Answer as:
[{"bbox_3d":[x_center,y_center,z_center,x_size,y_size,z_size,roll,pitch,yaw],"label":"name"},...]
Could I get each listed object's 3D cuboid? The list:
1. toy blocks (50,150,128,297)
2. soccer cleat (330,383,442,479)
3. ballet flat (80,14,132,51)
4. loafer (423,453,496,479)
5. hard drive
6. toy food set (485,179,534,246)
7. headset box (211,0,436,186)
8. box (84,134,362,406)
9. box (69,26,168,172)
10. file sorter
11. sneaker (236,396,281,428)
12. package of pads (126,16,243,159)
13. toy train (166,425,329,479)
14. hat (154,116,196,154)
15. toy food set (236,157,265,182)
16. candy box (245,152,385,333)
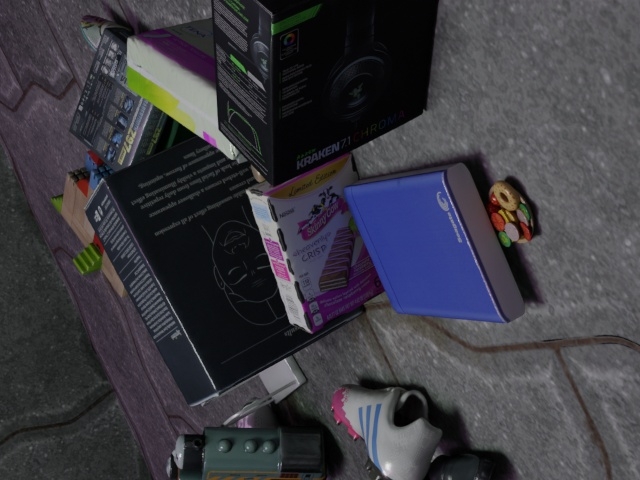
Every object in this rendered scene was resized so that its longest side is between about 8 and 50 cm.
[{"bbox_3d":[-0.469,-0.066,2.648,0.381,0.190,0.261,49,141,26],"label":"toy blocks"},{"bbox_3d":[0.117,0.293,1.916,0.116,0.143,0.331,29,-173,-21],"label":"soccer cleat"},{"bbox_3d":[-0.384,-0.365,2.269,0.222,0.077,0.079,56,137,3],"label":"ballet flat"},{"bbox_3d":[0.207,0.371,1.810,0.078,0.076,0.223,25,158,-6],"label":"loafer"},{"bbox_3d":[0.146,0.007,1.591,0.210,0.040,0.318,66,160,-8],"label":"hard drive"},{"bbox_3d":[0.233,-0.032,1.427,0.083,0.020,0.083,59,155,9],"label":"toy food set"},{"bbox_3d":[0.006,-0.246,1.384,0.131,0.246,0.283,46,150,32],"label":"headset box"},{"bbox_3d":[-0.168,0.033,1.962,0.396,0.293,0.212,62,156,3],"label":"box"},{"bbox_3d":[-0.371,-0.260,2.201,0.183,0.059,0.233,39,118,28],"label":"box"},{"bbox_3d":[-0.191,0.227,2.358,0.278,0.173,0.193,58,156,8],"label":"file sorter"},{"bbox_3d":[-0.082,0.468,2.509,0.129,0.111,0.297,-1,119,47],"label":"sneaker"},{"bbox_3d":[-0.109,-0.232,1.651,0.296,0.229,0.101,36,135,42],"label":"package of pads"},{"bbox_3d":[-0.140,0.442,2.331,0.190,0.333,0.142,107,165,-56],"label":"toy train"},{"bbox_3d":[-0.218,-0.150,2.203,0.173,0.183,0.209,167,119,-71],"label":"hat"},{"bbox_3d":[-0.081,-0.166,1.846,0.111,0.104,0.232,95,151,-59],"label":"toy food set"},{"bbox_3d":[0.000,0.000,1.757,0.071,0.159,0.234,17,130,56],"label":"candy box"}]
